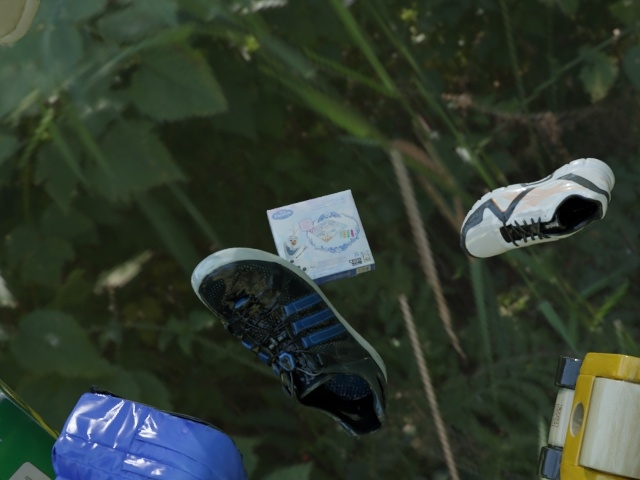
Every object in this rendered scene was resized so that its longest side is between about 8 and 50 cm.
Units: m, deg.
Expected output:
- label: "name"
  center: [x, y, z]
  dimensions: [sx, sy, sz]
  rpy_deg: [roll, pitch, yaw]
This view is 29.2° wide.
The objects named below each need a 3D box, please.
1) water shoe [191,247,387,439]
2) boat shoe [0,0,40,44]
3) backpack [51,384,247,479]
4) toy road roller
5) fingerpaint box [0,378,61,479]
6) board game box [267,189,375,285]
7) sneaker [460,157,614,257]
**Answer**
- label: "water shoe"
  center: [-0.015, 0.081, 0.968]
  dimensions: [0.073, 0.203, 0.080]
  rpy_deg: [-43, 28, 18]
- label: "boat shoe"
  center: [-0.201, -0.257, 0.861]
  dimensions: [0.324, 0.117, 0.096]
  rpy_deg: [-38, 39, 53]
- label: "backpack"
  center: [-0.115, 0.172, 0.836]
  dimensions: [0.120, 0.098, 0.101]
  rpy_deg: [9, 52, 16]
- label: "toy road roller"
  center: [0.483, 0.289, 1.839]
  dimensions: [0.329, 0.241, 0.202]
  rpy_deg: [140, 142, -83]
- label: "fingerpaint box"
  center: [-0.469, 0.220, 0.969]
  dimensions: [0.371, 0.163, 0.445]
  rpy_deg: [33, 74, 35]
- label: "board game box"
  center: [0.000, 0.000, 1.247]
  dimensions: [0.090, 0.020, 0.090]
  rpy_deg: [-14, 63, -5]
- label: "sneaker"
  center: [0.136, -0.016, 0.785]
  dimensions: [0.109, 0.040, 0.043]
  rpy_deg: [-28, 25, 27]
